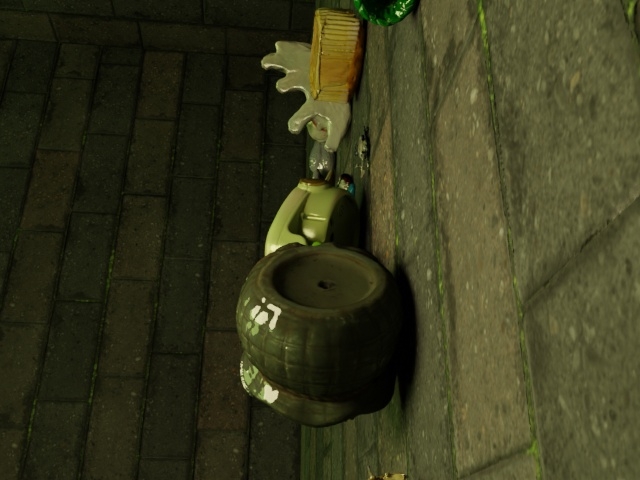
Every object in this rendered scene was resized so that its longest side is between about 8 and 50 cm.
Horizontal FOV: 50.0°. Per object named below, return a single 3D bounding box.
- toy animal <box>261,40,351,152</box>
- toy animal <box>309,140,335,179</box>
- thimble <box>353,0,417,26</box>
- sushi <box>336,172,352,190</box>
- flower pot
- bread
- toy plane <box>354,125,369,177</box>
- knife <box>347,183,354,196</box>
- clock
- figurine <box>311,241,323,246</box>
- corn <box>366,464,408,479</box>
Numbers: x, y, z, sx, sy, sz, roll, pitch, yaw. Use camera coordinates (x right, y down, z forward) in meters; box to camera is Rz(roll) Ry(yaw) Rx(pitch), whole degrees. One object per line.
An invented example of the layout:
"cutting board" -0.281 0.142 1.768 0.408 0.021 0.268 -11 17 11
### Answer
"toy animal" -0.029 -0.433 2.027 0.188 0.307 0.266 -26 -42 -75
"toy animal" 0.007 -0.256 2.322 0.324 0.090 0.195 -73 -18 -72
"thimble" 0.110 -0.435 1.146 0.130 0.118 0.090 -44 31 41
"sushi" 0.073 -0.155 1.877 0.046 0.044 0.083 -62 15 18
"flower pot" 0.000 0.139 1.147 0.302 0.301 0.213 -96 8 -61
"bread" 0.042 -0.484 1.808 0.179 0.133 0.250 -96 9 -54
"toy plane" 0.100 -0.203 1.597 0.049 0.031 0.121 141 135 -72
"knife" 0.069 -0.012 1.866 0.044 0.026 0.297 -106 22 -66
"clock" 0.000 0.000 1.595 0.286 0.117 0.348 74 -148 -44
"figurine" 0.045 0.124 1.398 0.162 0.143 0.263 22 136 45
"corn" 0.084 0.476 0.976 0.106 0.106 0.305 -106 19 -74
